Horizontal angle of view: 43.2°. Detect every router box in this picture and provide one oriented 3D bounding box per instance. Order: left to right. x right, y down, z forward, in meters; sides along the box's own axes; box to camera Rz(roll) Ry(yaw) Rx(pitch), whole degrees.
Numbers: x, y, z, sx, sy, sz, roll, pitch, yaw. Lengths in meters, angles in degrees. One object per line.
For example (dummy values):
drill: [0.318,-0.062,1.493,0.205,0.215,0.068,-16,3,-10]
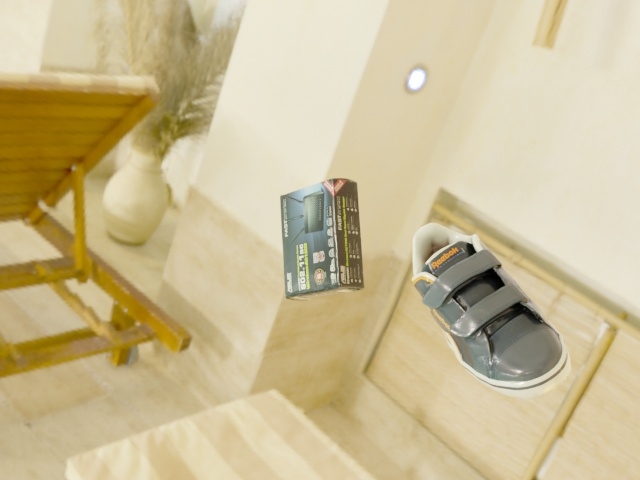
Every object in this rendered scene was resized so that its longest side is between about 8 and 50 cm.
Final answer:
router box: [0.000,0.000,0.884,0.038,0.122,0.092,6,-14,-40]

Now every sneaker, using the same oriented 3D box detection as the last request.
sneaker: [0.206,0.083,1.085,0.127,0.126,0.321,60,-5,-30]
